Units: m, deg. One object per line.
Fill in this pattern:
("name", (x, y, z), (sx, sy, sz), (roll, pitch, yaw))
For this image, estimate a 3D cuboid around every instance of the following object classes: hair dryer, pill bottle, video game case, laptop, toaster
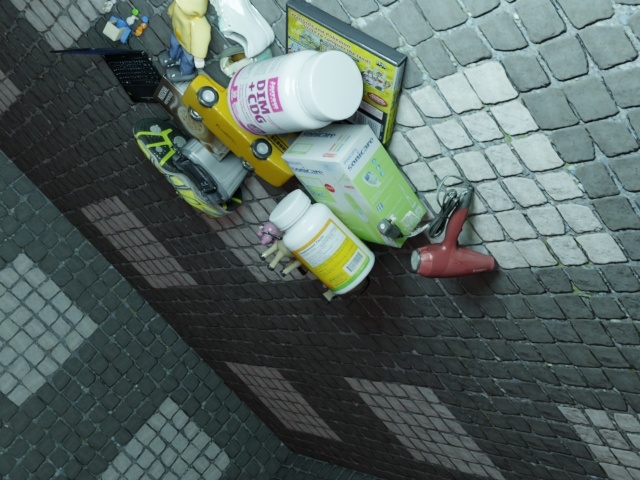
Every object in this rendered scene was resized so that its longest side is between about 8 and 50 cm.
("hair dryer", (0.290, 0.001, 1.735), (0.224, 0.080, 0.293), (-32, 131, 24))
("pill bottle", (0.000, 0.000, 1.836), (0.246, 0.136, 0.136), (45, 154, -18))
("pill bottle", (-0.054, -0.305, 1.620), (0.283, 0.160, 0.160), (3, 135, 51))
("video game case", (0.043, -0.351, 1.639), (0.275, 0.035, 0.248), (33, 153, 16))
("laptop", (-0.569, -0.453, 2.169), (0.234, 0.136, 0.264), (12, 142, 45))
("toaster", (-0.299, -0.220, 2.162), (0.227, 0.146, 0.129), (49, 152, -19))

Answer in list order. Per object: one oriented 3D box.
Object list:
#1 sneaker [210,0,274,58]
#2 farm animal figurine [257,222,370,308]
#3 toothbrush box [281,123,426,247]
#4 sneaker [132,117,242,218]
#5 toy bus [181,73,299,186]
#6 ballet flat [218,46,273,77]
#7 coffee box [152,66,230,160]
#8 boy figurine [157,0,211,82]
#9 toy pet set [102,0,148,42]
("sneaker", (-0.195, -0.486, 1.677), (0.212, 0.094, 0.080), (47, 154, -13))
("farm animal figurine", (0.006, 0.024, 2.049), (0.172, 0.330, 0.327), (-41, 100, 18))
("toothbrush box", (0.079, -0.128, 1.799), (0.206, 0.122, 0.283), (13, 148, 49))
("sneaker", (-0.415, -0.200, 2.326), (0.385, 0.145, 0.147), (45, 139, -6))
("toy bus", (-0.181, -0.280, 1.933), (0.333, 0.130, 0.108), (44, 154, -7))
("ballet flat", (-0.192, -0.411, 1.815), (0.213, 0.068, 0.072), (1, 134, 53))
("coffee box", (-0.304, -0.341, 2.036), (0.246, 0.098, 0.141), (44, 154, -8))
("boy figurine", (-0.308, -0.481, 1.802), (0.177, 0.092, 0.285), (64, 156, 16))
("toy pet set", (-0.501, -0.566, 2.020), (0.122, 0.065, 0.114), (38, 119, -1))
